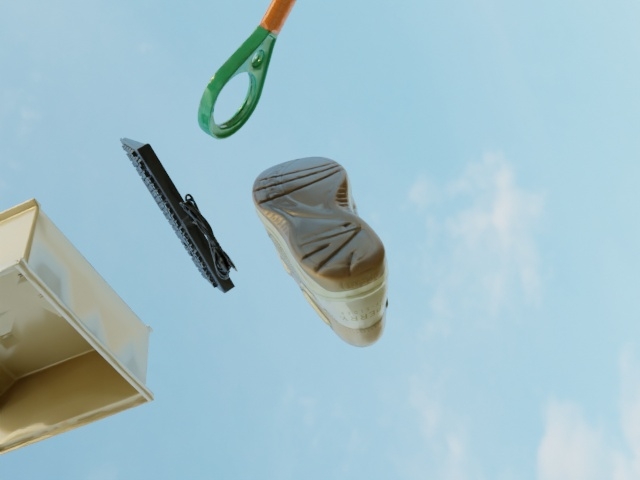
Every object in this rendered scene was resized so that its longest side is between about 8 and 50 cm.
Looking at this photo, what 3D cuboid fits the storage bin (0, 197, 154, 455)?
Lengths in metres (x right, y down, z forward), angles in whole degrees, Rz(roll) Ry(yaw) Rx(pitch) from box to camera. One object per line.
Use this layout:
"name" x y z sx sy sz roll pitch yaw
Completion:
"storage bin" -0.381 0.118 0.979 0.123 0.260 0.262 -98 -18 -48

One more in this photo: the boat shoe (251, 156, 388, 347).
"boat shoe" 0.000 0.000 0.848 0.109 0.302 0.098 -18 -60 -8

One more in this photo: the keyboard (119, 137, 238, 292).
"keyboard" -0.236 -0.033 1.394 0.033 0.201 0.317 -40 -59 -20

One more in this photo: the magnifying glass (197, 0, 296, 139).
"magnifying glass" -0.073 -0.222 0.934 0.026 0.231 0.092 36 -169 21
